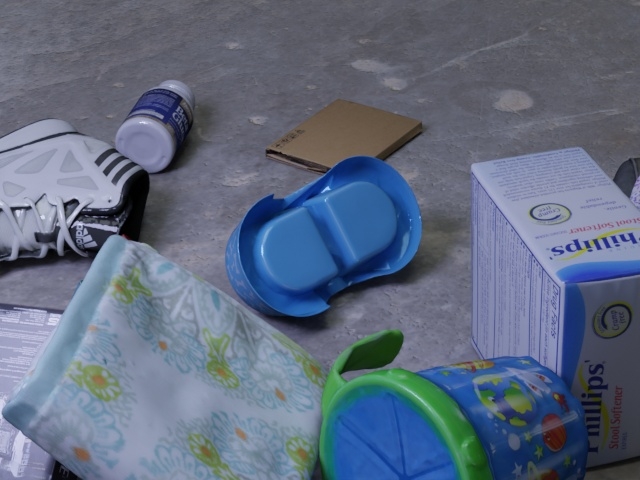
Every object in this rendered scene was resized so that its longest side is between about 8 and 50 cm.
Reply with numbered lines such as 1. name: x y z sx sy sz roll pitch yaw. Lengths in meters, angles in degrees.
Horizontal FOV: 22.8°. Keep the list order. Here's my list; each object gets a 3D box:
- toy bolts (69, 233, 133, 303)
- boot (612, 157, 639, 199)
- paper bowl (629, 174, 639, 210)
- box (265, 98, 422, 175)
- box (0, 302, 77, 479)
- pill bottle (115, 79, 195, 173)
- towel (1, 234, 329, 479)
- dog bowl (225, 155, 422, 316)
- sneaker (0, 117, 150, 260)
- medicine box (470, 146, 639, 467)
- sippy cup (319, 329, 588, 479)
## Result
1. toy bolts: -0.228 0.116 1.933 0.158 0.228 0.218 -42 71 0
2. boot: 0.360 -0.055 2.263 0.209 0.076 0.189 -4 29 10
3. paper bowl: 0.555 -0.023 2.058 0.284 0.148 0.284 -19 36 15
4. box: 0.038 -0.158 2.486 0.164 0.021 0.201 18 37 30
5. box: -0.413 0.187 1.786 0.308 0.076 0.242 5 69 13
6. pill bottle: -0.251 -0.183 2.478 0.094 0.094 0.169 5 33 11
7. towel: -0.142 0.166 1.673 0.321 0.090 0.374 35 26 -8
8. dog bowl: 0.000 0.000 2.109 0.297 0.166 0.074 -27 0 -33
9. sneaker: -0.413 -0.036 2.177 0.258 0.169 0.447 19 35 34
10. medicine box: 0.289 0.075 1.856 0.149 0.263 0.289 -11 33 -12
11. sippy cup: 0.155 0.226 1.680 0.224 0.305 0.240 -16 -5 -39
